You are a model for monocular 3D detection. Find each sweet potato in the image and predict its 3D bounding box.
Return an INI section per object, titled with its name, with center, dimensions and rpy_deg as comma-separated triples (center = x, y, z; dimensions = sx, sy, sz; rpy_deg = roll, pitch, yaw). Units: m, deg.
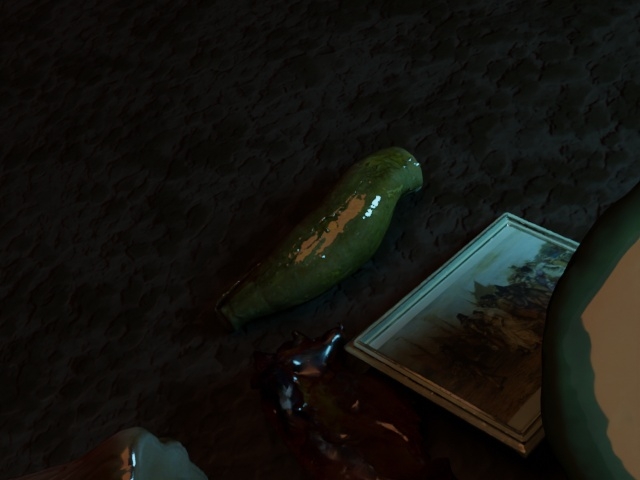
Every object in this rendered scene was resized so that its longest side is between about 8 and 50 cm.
[sweet potato]
center = 0.005, 0.005, 1.110
dimensions = 0.286, 0.085, 0.112
rpy_deg = -46, 16, -6

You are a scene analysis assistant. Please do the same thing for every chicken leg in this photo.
[chicken leg]
center = 0.081, 0.206, 0.898
dimensions = 0.407, 0.096, 0.158
rpy_deg = 26, 44, 33

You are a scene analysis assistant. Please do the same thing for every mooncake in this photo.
[mooncake]
center = 0.342, 0.101, 0.736
dimensions = 0.356, 0.194, 0.356
rpy_deg = -5, 74, 17

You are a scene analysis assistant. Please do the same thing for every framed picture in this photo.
[framed picture]
center = 0.187, 0.073, 0.970
dimensions = 0.217, 0.017, 0.274
rpy_deg = 25, 48, 34

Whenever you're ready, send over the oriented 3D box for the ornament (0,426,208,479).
[ornament]
center = -0.217, 0.285, 0.872
dimensions = 0.218, 0.221, 0.235
rpy_deg = -11, 93, 15
